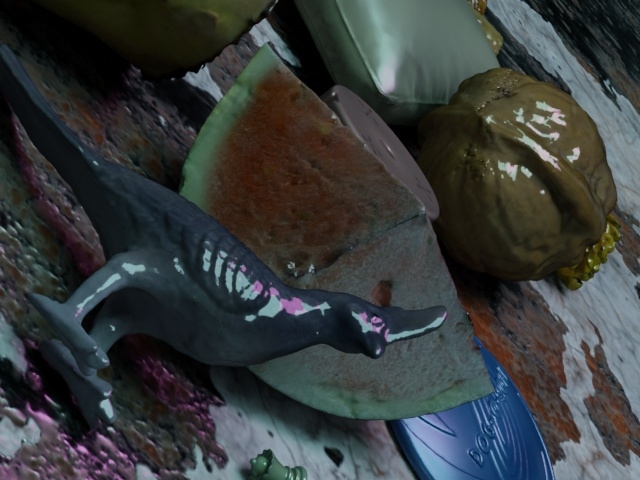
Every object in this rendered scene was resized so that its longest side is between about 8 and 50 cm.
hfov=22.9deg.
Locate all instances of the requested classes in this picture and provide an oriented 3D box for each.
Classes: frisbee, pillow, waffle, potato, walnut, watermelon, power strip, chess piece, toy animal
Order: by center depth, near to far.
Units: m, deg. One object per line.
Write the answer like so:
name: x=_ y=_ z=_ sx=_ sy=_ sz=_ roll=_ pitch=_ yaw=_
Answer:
toy animal: x=-0.114 y=0.024 z=1.045 sx=0.367 sy=0.081 sz=0.206 roll=31 pitch=50 yaw=5
chess piece: x=-0.013 y=0.176 z=1.115 sx=0.093 sy=0.042 sz=0.042 roll=35 pitch=32 yaw=-23
watermelon: x=0.000 y=0.000 z=1.202 sx=0.256 sy=0.176 sz=0.260 roll=12 pitch=30 yaw=-48
potato: x=-0.169 y=-0.271 z=1.203 sx=0.266 sy=0.229 sz=0.229 roll=36 pitch=32 yaw=-25
frisbee: x=0.139 y=0.156 z=1.378 sx=0.242 sy=0.045 sz=0.242 roll=37 pitch=33 yaw=-29
power strip: x=0.033 y=-0.055 z=1.381 sx=0.154 sy=0.078 sz=0.154 roll=48 pitch=14 yaw=-16
walnut: x=0.188 y=-0.060 z=1.535 sx=0.245 sy=0.198 sz=0.198 roll=49 pitch=21 yaw=-53
pillow: x=0.054 y=-0.258 z=1.626 sx=0.255 sy=0.120 sz=0.322 roll=-1 pitch=60 yaw=-53
waffle: x=0.248 y=-0.043 z=1.756 sx=0.197 sy=0.070 sz=0.193 roll=47 pitch=28 yaw=-9

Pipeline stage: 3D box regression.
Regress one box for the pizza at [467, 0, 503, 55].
pizza: x=0.120 y=-0.368 z=1.909 sx=0.182 sy=0.074 sz=0.365 roll=-6 pitch=65 yaw=-50
